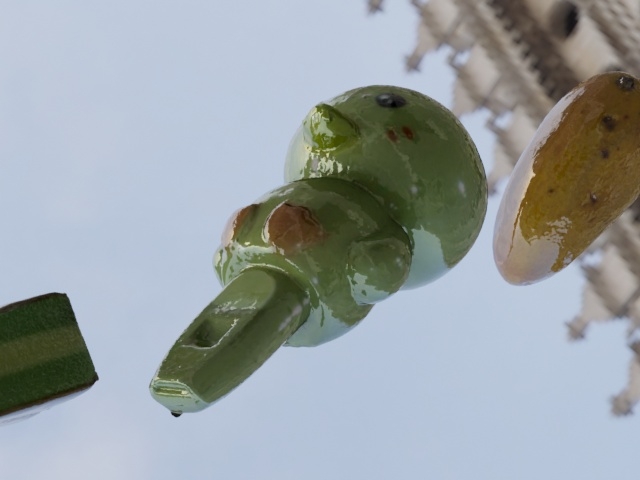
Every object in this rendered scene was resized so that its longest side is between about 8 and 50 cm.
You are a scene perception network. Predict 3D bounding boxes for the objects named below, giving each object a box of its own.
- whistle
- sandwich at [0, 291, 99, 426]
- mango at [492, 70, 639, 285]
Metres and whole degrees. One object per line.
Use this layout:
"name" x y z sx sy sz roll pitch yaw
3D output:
"whistle" -0.002 -0.010 1.051 0.141 0.141 0.294 45 -139 15
"sandwich" -0.200 0.075 1.111 0.116 0.074 0.074 19 -132 -81
"mango" 0.239 -0.054 1.642 0.109 0.227 0.147 34 -167 16
